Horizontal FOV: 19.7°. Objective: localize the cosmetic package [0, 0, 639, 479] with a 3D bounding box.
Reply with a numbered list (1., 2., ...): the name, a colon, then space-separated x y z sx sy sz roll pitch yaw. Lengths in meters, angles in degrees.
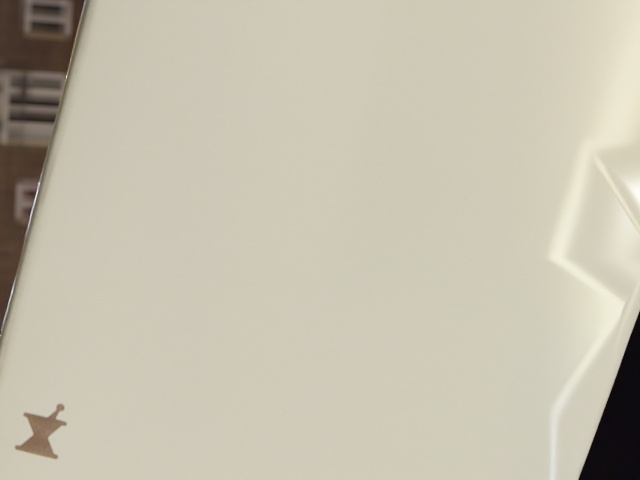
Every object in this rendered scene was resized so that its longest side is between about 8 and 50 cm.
1. cosmetic package: 0.000 0.000 0.682 0.156 0.217 0.385 -95 -161 -71
